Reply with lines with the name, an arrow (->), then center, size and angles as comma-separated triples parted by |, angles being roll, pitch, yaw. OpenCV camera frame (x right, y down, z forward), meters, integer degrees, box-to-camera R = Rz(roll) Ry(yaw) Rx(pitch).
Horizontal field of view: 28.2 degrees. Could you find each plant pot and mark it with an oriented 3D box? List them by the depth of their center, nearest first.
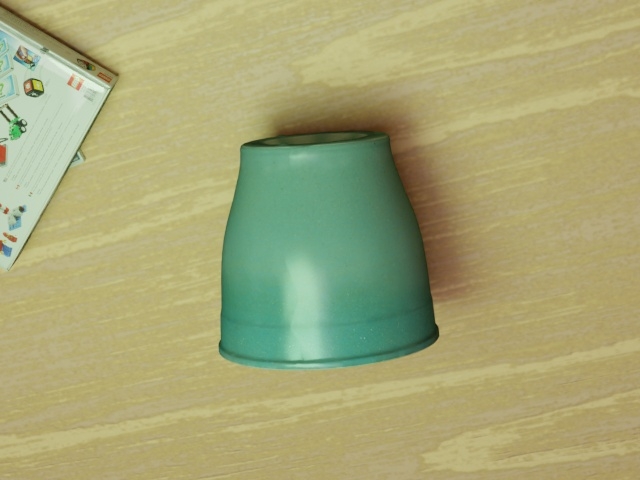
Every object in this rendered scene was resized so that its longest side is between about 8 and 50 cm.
plant pot -> 0.000, 0.000, 1.544 | 0.272, 0.271, 0.255 | -3, 100, 9

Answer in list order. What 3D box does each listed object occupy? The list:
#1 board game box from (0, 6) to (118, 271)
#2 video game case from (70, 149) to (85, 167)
board game box -> -0.413, -0.130, 1.627 | 0.193, 0.053, 0.305 | 31, 114, -8
video game case -> -0.371, -0.140, 1.654 | 0.087, 0.011, 0.122 | -21, 110, 15
